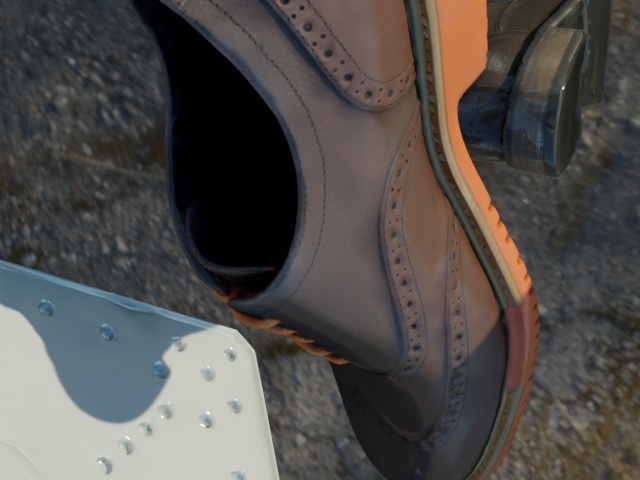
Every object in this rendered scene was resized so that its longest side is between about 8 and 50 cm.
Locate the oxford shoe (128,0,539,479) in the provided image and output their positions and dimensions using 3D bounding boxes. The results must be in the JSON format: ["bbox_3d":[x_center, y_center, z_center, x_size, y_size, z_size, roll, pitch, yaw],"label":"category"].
[{"bbox_3d":[0.000,0.000,0.445,0.098,0.097,0.271,-39,134,-26],"label":"oxford shoe"}]

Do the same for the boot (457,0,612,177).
[{"bbox_3d":[0.050,-0.120,0.838,0.229,0.263,0.091,8,118,17],"label":"boot"}]

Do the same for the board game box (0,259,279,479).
[{"bbox_3d":[-0.176,0.173,0.727,0.390,0.390,0.050,20,132,-35],"label":"board game box"}]
